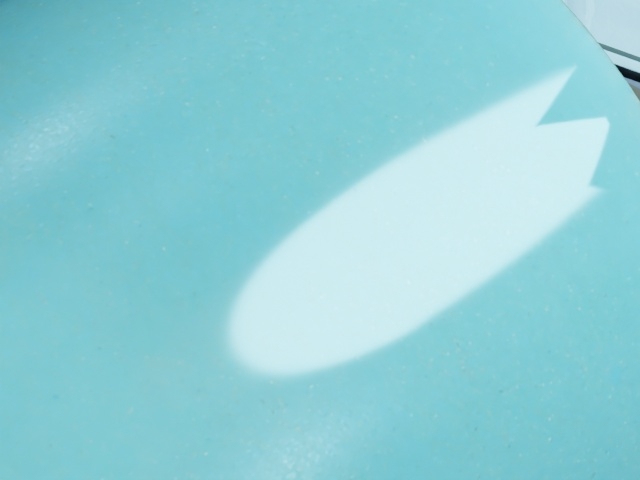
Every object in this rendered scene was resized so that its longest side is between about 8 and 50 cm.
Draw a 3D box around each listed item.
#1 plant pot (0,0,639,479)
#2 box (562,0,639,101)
[{"bbox_3d":[-0.054,0.058,0.511,0.235,0.293,0.293,-33,88,-26],"label":"plant pot"},{"bbox_3d":[0.180,-0.122,0.840,0.290,0.087,0.169,17,61,-24],"label":"box"}]
